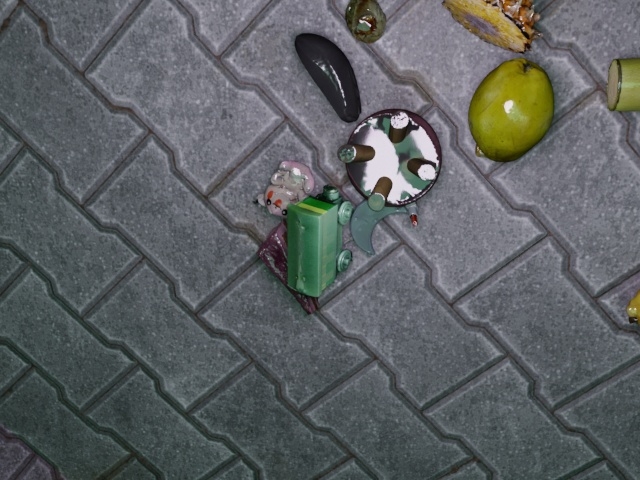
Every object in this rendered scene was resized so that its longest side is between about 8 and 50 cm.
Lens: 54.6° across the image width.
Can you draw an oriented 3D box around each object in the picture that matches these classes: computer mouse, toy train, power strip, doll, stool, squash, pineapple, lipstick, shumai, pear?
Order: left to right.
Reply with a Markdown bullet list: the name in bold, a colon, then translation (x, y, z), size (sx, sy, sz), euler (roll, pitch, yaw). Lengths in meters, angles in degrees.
- **doll**: translation (-0.096, -0.141, 1.796), size (0.149, 0.095, 0.192), euler (34, 115, 1)
- **toy train**: translation (0.000, 0.000, 1.761), size (0.120, 0.202, 0.301), euler (19, 123, 29)
- **computer mouse**: translation (0.040, -0.439, 1.626), size (0.086, 0.137, 0.270), euler (-29, 104, 29)
- **shumai**: translation (0.111, -0.564, 1.589), size (0.099, 0.087, 0.124), euler (-30, 103, 21)
- **power strip**: translation (0.152, -0.050, 1.818), size (0.137, 0.044, 0.216), euler (39, 113, -7)
- **stool**: translation (0.185, -0.214, 1.651), size (0.272, 0.178, 0.272), euler (2, 101, 12)
- **lipstick**: translation (0.257, -0.086, 1.739), size (0.030, 0.129, 0.030), euler (-19, 135, 16)
- **pear**: translation (0.479, -0.322, 1.562), size (0.212, 0.212, 0.269), euler (11, 130, 5)
- **pineapple**: translation (0.462, -0.623, 1.455), size (0.262, 0.262, 0.272), euler (33, 95, -5)
- **squash**: translation (0.841, -0.385, 1.517), size (0.247, 0.132, 0.133), euler (-1, 112, 11)

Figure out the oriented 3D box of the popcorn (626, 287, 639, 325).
- **popcorn**: translation (0.995, 0.186, 1.655), size (0.315, 0.281, 0.297), euler (-26, 67, -1)

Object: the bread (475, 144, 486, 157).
- **bread**: translation (0.465, -0.247, 1.690), size (0.088, 0.034, 0.049), euler (6, 99, 3)

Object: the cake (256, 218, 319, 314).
- **cake**: translation (-0.093, 0.094, 1.884), size (0.112, 0.116, 0.295), euler (-25, 104, 22)
